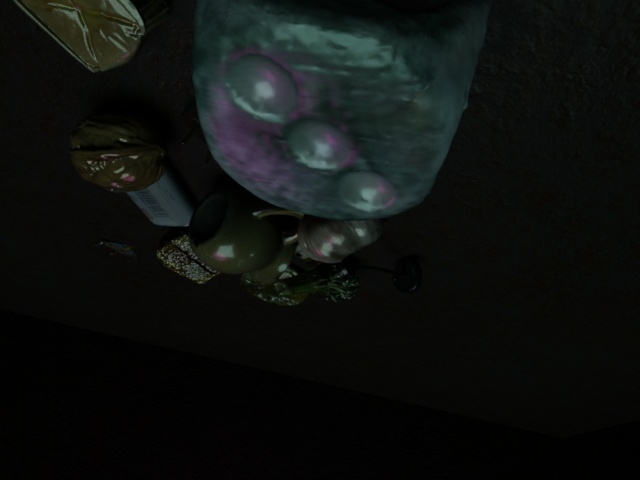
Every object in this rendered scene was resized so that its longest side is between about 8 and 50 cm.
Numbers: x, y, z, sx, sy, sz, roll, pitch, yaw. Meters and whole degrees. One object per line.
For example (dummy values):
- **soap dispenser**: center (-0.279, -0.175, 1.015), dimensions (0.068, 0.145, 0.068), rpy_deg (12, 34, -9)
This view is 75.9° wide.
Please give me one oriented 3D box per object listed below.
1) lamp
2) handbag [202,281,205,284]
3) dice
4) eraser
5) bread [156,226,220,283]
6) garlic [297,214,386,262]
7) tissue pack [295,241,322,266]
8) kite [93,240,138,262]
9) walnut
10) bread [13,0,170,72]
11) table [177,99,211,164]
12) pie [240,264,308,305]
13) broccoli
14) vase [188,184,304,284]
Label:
- **lamp**: center (0.177, 0.070, 1.146), dimensions (0.109, 0.130, 0.371), rpy_deg (-25, 149, 28)
- **handbag**: center (-0.482, 0.089, 1.548), dimensions (0.173, 0.095, 0.117), rpy_deg (30, 130, -34)
- **dice**: center (0.036, -0.246, 0.598), dimensions (0.348, 0.330, 0.328), rpy_deg (11, 148, 3)
- **eraser**: center (-0.476, -0.137, 1.199), dimensions (0.174, 0.081, 0.227), rpy_deg (1, 145, 13)
- **bread**: center (-0.432, 0.044, 1.411), dimensions (0.181, 0.096, 0.222), rpy_deg (-33, 126, 22)
- **garlic**: center (0.025, -0.085, 0.999), dimensions (0.253, 0.245, 0.245), rpy_deg (52, 140, -4)
- **tissue pack**: center (-0.001, 0.000, 1.208), dimensions (0.106, 0.099, 0.149), rpy_deg (31, 145, -24)
- **kite**: center (-0.811, 0.039, 1.668), dimensions (0.160, 0.010, 0.183), rpy_deg (-16, 141, 33)
- **walnut**: center (-0.479, -0.211, 0.984), dimensions (0.245, 0.198, 0.198), rpy_deg (1, 146, 21)
- **bread**: center (-0.391, -0.418, 0.706), dimensions (0.192, 0.109, 0.210), rpy_deg (-19, 136, 32)
- **table**: center (-0.196, -0.252, 0.883), dimensions (0.240, 0.111, 0.121), rpy_deg (-13, 140, 36)
- **pie**: center (-0.165, 0.167, 1.553), dimensions (0.277, 0.078, 0.277), rpy_deg (9, 149, 5)
- **broccoli**: center (-0.018, 0.133, 1.286), dimensions (0.304, 0.145, 0.165), rpy_deg (-2, 173, -45)
- **vase**: center (-0.167, -0.022, 1.144), dimensions (0.329, 0.240, 0.302), rpy_deg (-24, 144, 27)
